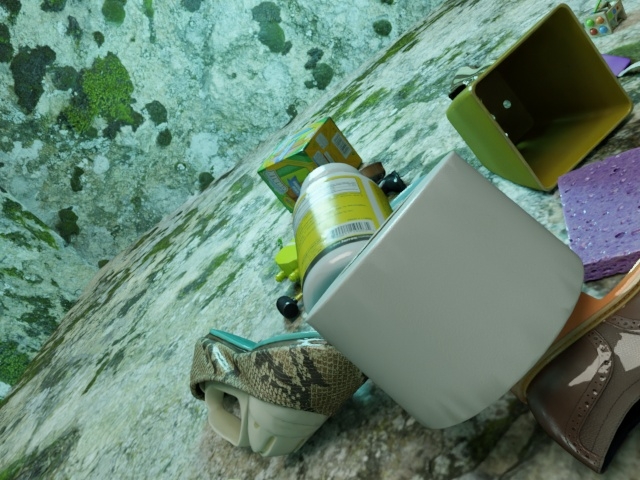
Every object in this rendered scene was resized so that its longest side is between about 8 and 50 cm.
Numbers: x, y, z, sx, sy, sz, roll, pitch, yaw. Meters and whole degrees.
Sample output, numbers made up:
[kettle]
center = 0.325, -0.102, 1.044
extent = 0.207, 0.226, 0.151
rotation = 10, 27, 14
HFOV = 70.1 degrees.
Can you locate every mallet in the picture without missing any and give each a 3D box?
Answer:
[mallet]
center = -0.019, 0.093, 0.988
extent = 0.189, 0.039, 0.062
rotation = -43, 21, -17

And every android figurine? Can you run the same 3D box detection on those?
[android figurine]
center = 0.000, 0.000, 1.059
extent = 0.248, 0.056, 0.273
rotation = -11, 30, 53

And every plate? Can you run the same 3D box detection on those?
[plate]
center = 0.178, -0.084, 0.934
extent = 0.188, 0.024, 0.188
rotation = -43, 5, 4

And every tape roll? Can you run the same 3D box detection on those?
[tape roll]
center = 0.123, 0.049, 0.499
extent = 0.246, 0.169, 0.246
rotation = -49, -3, -3

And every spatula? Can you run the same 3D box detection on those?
[spatula]
center = 0.571, -0.306, 0.797
extent = 0.084, 0.030, 0.296
rotation = -43, 24, -3

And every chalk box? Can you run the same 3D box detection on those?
[chalk box]
center = -0.055, -0.215, 1.391
extent = 0.288, 0.180, 0.179
rotation = -15, 34, 47

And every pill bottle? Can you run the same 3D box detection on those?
[pill bottle]
center = 0.048, -0.002, 0.806
extent = 0.187, 0.188, 0.334
rotation = -34, 32, 15

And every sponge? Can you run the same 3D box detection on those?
[sponge]
center = 0.390, -0.040, 0.608
extent = 0.117, 0.031, 0.210
rotation = -23, 29, 35

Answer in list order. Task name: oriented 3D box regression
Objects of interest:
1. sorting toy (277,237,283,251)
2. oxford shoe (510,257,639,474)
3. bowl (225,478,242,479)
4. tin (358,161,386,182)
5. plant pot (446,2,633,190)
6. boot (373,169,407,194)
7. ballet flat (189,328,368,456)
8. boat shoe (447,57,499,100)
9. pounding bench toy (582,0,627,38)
[sorting toy]
center = -0.096, 0.037, 1.142
extent = 0.012, 0.083, 0.062
rotation = -9, 29, 8
[oxford shoe]
center = 0.349, 0.065, 0.409
extent = 0.363, 0.130, 0.133
rotation = -43, 40, 11
[bowl]
center = -0.113, 0.391, 0.548
extent = 0.170, 0.080, 0.170
rotation = -33, 25, 18
[tin]
center = 0.080, -0.136, 1.163
extent = 0.189, 0.040, 0.106
rotation = -31, -13, 16
[plant pot]
center = 0.351, -0.229, 0.803
extent = 0.212, 0.212, 0.187
rotation = -43, 10, -5
[boot]
center = 0.149, -0.121, 1.087
extent = 0.099, 0.045, 0.121
rotation = -33, 18, 11
[ballet flat]
center = -0.091, 0.240, 0.729
extent = 0.482, 0.164, 0.182
rotation = -15, 56, 54
[boat shoe]
center = 0.398, -0.372, 1.116
extent = 0.095, 0.095, 0.257
rotation = -54, 17, 5
[pounding bench toy]
center = 0.614, -0.499, 0.999
extent = 0.065, 0.083, 0.052
rotation = -44, 24, -10
